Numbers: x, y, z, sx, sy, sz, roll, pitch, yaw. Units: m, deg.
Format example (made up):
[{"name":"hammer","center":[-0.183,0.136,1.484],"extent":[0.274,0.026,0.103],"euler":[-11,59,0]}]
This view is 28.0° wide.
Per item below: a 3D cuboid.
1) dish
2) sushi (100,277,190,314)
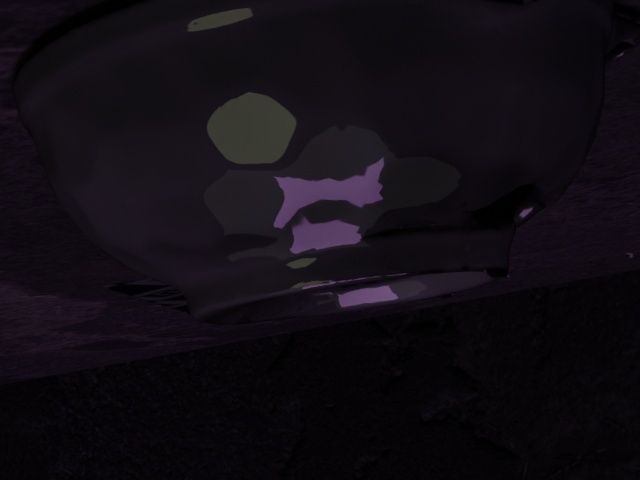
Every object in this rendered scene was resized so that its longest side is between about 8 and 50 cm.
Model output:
[{"name":"dish","center":[0.009,-0.031,0.587],"extent":[0.303,0.120,0.303],"euler":[-8,173,-1]},{"name":"sushi","center":[0.000,0.000,1.007],"extent":[0.292,0.059,0.294],"euler":[-10,172,3]}]
